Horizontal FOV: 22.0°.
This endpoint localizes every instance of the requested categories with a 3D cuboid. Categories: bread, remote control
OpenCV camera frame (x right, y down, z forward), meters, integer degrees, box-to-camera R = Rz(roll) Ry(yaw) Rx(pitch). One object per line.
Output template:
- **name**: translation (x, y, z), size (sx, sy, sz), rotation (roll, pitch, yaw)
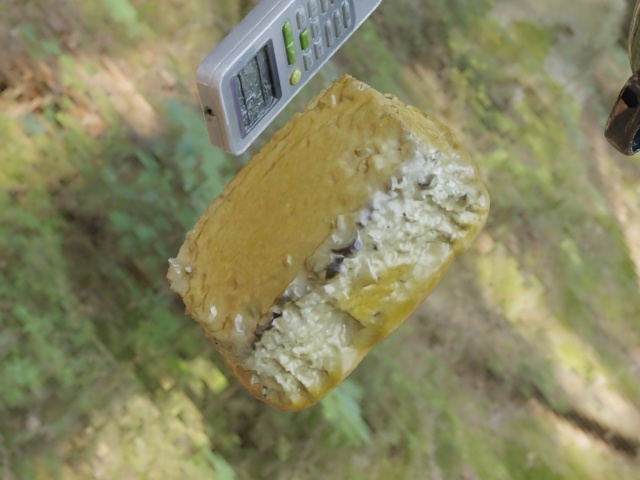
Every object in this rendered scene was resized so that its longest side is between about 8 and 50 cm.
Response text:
- **bread**: translation (0.000, 0.000, 1.211), size (0.121, 0.245, 0.174), rotation (32, 13, -41)
- **remote control**: translation (-0.023, -0.188, 1.483), size (0.034, 0.250, 0.103), rotation (24, -35, 27)

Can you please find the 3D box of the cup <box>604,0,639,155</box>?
- **cup**: translation (0.306, -0.155, 1.255), size (0.169, 0.223, 0.176), rotation (44, -13, 19)
